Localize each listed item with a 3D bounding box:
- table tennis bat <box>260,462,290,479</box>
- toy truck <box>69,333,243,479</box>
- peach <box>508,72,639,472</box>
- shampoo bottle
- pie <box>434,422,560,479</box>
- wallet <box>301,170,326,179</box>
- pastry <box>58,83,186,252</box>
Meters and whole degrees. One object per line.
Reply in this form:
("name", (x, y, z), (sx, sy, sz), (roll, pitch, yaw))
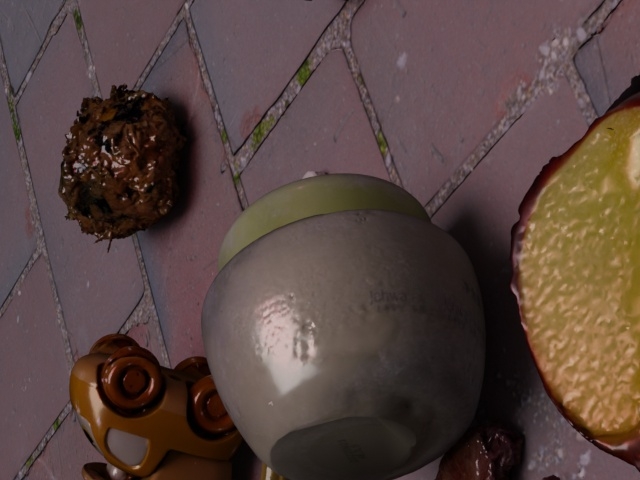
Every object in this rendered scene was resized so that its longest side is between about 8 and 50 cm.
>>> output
("table tennis bat", (-0.051, 0.239, 2.182), (0.198, 0.050, 0.321), (6, 90, 55))
("toy truck", (-0.228, 0.263, 2.269), (0.204, 0.288, 0.211), (-162, 88, -73))
("peach", (0.326, 0.051, 1.446), (0.258, 0.201, 0.361), (-31, 50, 43))
("shampoo bottle", (0.030, 0.109, 1.802), (0.322, 0.322, 0.317), (-55, 38, 40))
("pie", (0.200, 0.313, 1.775), (0.204, 0.054, 0.218), (-61, 42, 34))
("wallet", (0.000, 0.000, 2.138), (0.095, 0.033, 0.190), (-53, 44, 43))
("pastry", (-0.334, -0.126, 2.529), (0.275, 0.193, 0.275), (-6, 83, 59))
